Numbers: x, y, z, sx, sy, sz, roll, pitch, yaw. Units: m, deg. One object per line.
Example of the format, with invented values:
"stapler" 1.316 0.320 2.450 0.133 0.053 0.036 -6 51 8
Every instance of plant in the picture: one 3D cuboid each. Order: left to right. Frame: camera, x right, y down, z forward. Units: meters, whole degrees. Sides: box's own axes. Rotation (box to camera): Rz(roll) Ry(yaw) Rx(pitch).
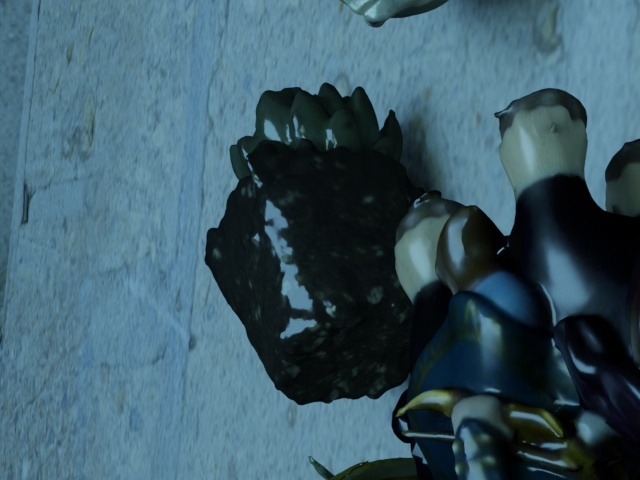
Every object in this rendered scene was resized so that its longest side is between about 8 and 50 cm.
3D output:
"plant" 0.000 0.000 1.159 0.132 0.129 0.194 121 144 -46

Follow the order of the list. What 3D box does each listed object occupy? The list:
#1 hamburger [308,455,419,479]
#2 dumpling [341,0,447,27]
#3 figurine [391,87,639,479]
"hamburger" 0.033 0.201 0.985 0.185 0.177 0.113 61 155 11
"dumpling" 0.059 -0.230 1.089 0.193 0.147 0.258 -42 30 14
"figurine" 0.111 0.126 0.786 0.306 0.241 0.411 0 64 44
